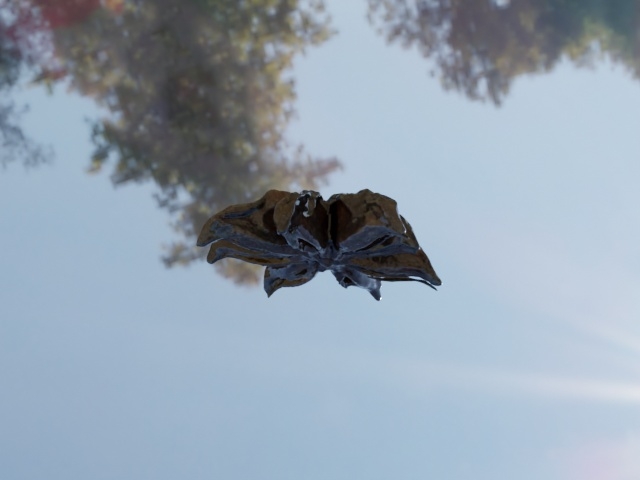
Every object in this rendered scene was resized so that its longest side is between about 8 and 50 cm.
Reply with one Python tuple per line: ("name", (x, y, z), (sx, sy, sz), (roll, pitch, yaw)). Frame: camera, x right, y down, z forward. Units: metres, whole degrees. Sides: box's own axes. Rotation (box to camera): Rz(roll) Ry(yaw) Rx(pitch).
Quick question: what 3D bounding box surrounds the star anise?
("star anise", (-0.001, -0.001, 0.707), (0.141, 0.141, 0.042), (-5, -110, 20))
